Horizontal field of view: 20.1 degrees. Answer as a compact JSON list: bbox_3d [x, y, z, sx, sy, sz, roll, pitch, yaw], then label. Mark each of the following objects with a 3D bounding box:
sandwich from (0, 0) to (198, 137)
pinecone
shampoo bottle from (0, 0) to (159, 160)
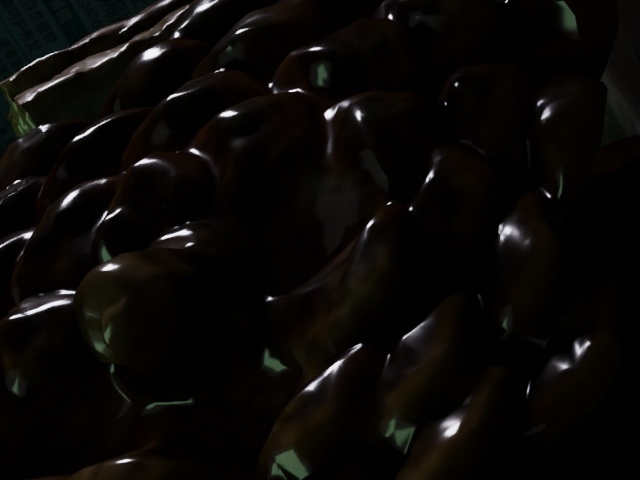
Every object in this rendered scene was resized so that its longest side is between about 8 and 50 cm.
[{"bbox_3d":[0.000,0.000,1.023,0.325,0.262,0.131,63,174,-9],"label":"sandwich"},{"bbox_3d":[0.022,0.088,0.704,0.398,0.397,0.398,62,176,7],"label":"pinecone"},{"bbox_3d":[-0.205,-0.212,1.268,0.331,0.342,0.331,62,-173,-14],"label":"shampoo bottle"}]
